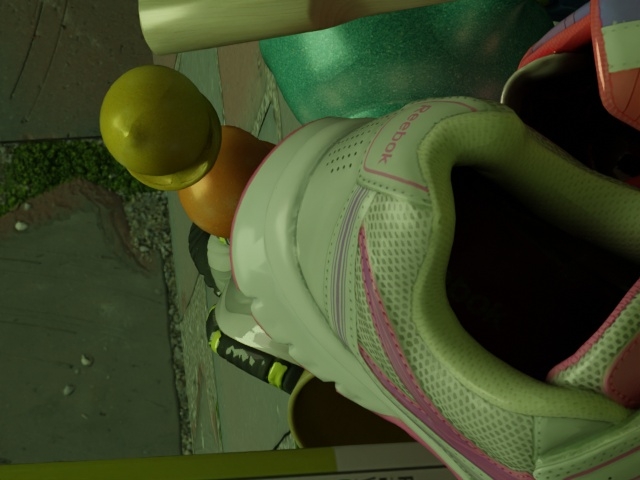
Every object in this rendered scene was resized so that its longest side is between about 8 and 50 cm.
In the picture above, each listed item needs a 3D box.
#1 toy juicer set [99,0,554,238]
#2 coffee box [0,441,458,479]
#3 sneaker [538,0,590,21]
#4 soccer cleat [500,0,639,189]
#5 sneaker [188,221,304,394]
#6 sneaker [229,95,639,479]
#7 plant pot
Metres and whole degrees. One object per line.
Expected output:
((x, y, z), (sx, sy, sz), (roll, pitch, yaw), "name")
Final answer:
((0.002, -0.083, 0.753), (0.329, 0.209, 0.090), (91, 180, -70), "toy juicer set")
((0.011, 0.295, 0.624), (0.338, 0.334, 0.338), (103, 162, -58), "coffee box")
((0.103, -0.149, 0.741), (0.188, 0.067, 0.078), (132, 155, -77), "sneaker")
((0.104, -0.035, 0.599), (0.318, 0.116, 0.109), (139, 127, -76), "soccer cleat")
((0.000, 0.000, 1.190), (0.147, 0.145, 0.385), (-60, 16, 8), "sneaker")
((0.088, 0.052, 0.489), (0.103, 0.252, 0.111), (-54, 7, -18), "sneaker")
((0.059, 0.070, 0.888), (0.134, 0.134, 0.095), (99, -172, -49), "plant pot")
